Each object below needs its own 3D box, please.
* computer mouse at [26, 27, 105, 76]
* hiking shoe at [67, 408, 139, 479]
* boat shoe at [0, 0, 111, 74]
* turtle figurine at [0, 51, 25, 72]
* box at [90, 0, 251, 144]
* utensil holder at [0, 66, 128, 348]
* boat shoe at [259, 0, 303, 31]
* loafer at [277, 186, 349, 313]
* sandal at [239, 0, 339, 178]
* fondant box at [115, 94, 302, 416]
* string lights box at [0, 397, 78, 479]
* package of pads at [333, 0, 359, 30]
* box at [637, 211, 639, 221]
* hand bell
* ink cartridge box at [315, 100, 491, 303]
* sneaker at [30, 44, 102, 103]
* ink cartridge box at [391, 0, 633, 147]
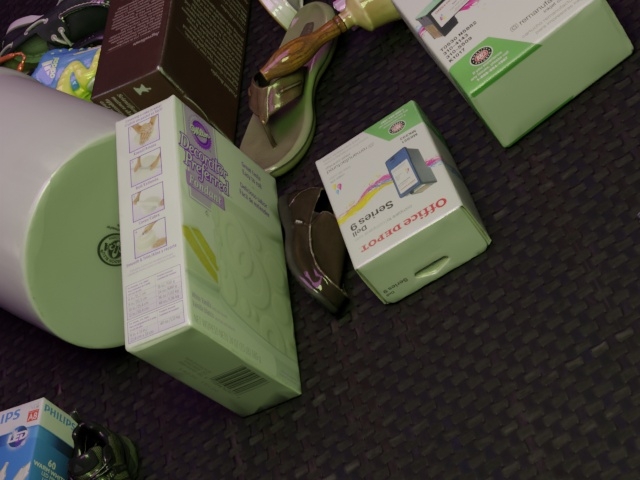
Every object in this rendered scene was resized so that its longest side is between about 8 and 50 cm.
[{"bbox_3d":[-0.426,-0.302,2.312,0.242,0.071,0.041,-21,40,29],"label":"computer mouse"},{"bbox_3d":[-0.267,0.311,1.648,0.086,0.114,0.227,-38,42,8],"label":"hiking shoe"},{"bbox_3d":[-0.448,-0.353,2.343,0.302,0.114,0.091,-19,45,42],"label":"boat shoe"},{"bbox_3d":[-0.430,-0.216,2.213,0.269,0.087,0.217,3,60,2],"label":"turtle figurine"},{"bbox_3d":[-0.218,-0.316,2.067,0.143,0.191,0.381,-20,46,25],"label":"box"},{"bbox_3d":[-0.384,-0.048,1.882,0.385,0.327,0.328,23,73,43],"label":"utensil holder"},{"bbox_3d":[-0.058,-0.427,2.098,0.096,0.098,0.277,-32,42,15],"label":"boat shoe"},{"bbox_3d":[0.000,0.000,1.716,0.078,0.080,0.220,-33,43,13],"label":"loafer"},{"bbox_3d":[-0.060,-0.220,1.932,0.120,0.086,0.303,-3,63,38],"label":"sandal"},{"bbox_3d":[-0.138,0.020,1.657,0.096,0.238,0.330,-24,54,22],"label":"fondant box"},{"bbox_3d":[-0.406,0.348,1.756,0.133,0.077,0.260,-20,47,26],"label":"string lights box"},{"bbox_3d":[0.065,-0.351,1.973,0.083,0.050,0.032,-35,42,11],"label":"package of pads"},{"bbox_3d":[0.449,0.001,1.343,0.153,0.108,0.207,-44,41,-1],"label":"box"},{"bbox_3d":[0.020,-0.295,1.879,0.242,0.126,0.126,-35,41,-4],"label":"hand bell"},{"bbox_3d":[0.100,-0.048,1.670,0.154,0.093,0.212,-31,45,13],"label":"ink cartridge box"},{"bbox_3d":[-0.370,-0.287,2.150,0.126,0.091,0.240,40,68,21],"label":"sneaker"},{"bbox_3d":[0.236,-0.282,1.732,0.201,0.117,0.278,-37,41,7],"label":"ink cartridge box"}]
